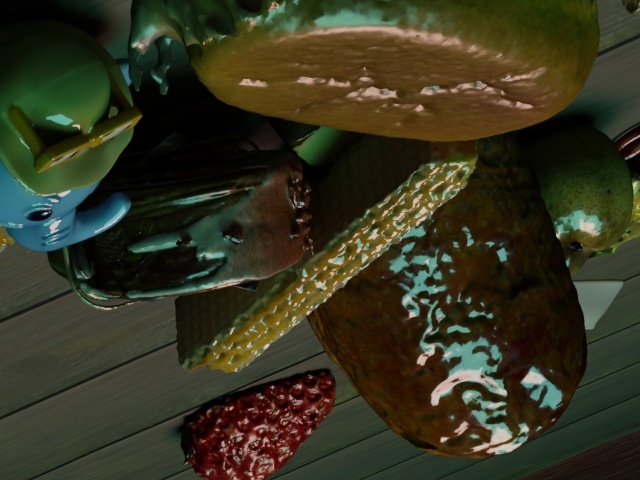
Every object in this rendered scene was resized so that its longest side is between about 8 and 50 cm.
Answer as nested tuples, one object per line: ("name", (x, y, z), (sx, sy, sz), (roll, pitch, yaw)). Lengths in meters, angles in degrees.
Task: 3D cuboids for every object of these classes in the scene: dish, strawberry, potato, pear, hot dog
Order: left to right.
("strawberry", (-0.074, 0.275, 2.300), (0.236, 0.111, 0.190), (-24, 158, 6))
("potato", (0.001, -0.113, 1.444), (0.096, 0.066, 0.103), (-34, 159, -4))
("hot dog", (0.116, 0.031, 1.636), (0.267, 0.387, 0.174), (-28, -155, -5))
("dish", (0.266, 0.087, 2.118), (0.154, 0.064, 0.234), (-1, 177, -27))
("pear", (0.259, -0.042, 1.784), (0.167, 0.137, 0.167), (-9, 148, -6))

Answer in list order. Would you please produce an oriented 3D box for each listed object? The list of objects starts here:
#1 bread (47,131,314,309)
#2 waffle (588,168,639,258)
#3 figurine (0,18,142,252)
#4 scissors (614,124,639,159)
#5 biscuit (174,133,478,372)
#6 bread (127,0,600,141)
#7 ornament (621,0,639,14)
("bread", (-0.115, -0.024, 1.393), (0.224, 0.142, 0.212), (-17, -167, -40))
("waffle", (0.311, -0.019, 2.013), (0.261, 0.056, 0.250), (-24, 161, 20))
("figurine", (-0.227, -0.069, 1.237), (0.180, 0.154, 0.262), (-2, 165, -19))
("scissors", (0.440, -0.161, 1.843), (0.144, 0.017, 0.248), (-6, 154, -37))
("biscuit", (0.000, 0.000, 1.473), (0.054, 0.094, 0.378), (25, 132, -32))
("bread", (0.044, -0.171, 1.174), (0.388, 0.183, 0.236), (0, 154, -45))
("ornament", (0.318, -0.246, 1.434), (0.245, 0.061, 0.230), (-9, 158, -23))
